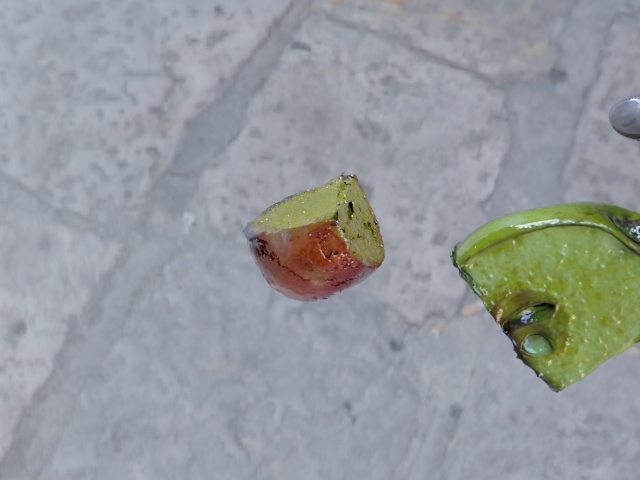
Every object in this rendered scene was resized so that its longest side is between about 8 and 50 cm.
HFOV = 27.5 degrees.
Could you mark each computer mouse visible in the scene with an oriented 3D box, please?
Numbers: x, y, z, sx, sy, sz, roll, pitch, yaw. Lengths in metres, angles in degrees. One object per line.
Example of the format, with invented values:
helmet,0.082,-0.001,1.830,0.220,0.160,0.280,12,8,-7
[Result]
computer mouse,0.353,-0.130,1.414,0.096,0.066,0.039,10,63,-47

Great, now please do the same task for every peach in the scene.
peach,0.004,0.005,1.202,0.127,0.092,0.172,-26,17,-10

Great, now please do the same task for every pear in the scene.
pear,0.335,0.030,1.709,0.238,0.255,0.164,50,24,-7
